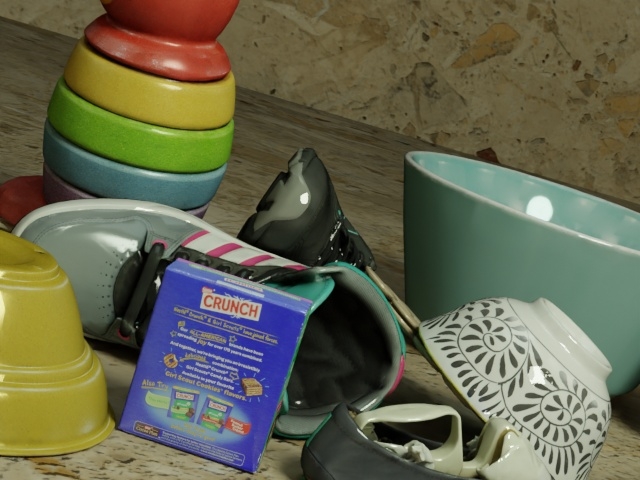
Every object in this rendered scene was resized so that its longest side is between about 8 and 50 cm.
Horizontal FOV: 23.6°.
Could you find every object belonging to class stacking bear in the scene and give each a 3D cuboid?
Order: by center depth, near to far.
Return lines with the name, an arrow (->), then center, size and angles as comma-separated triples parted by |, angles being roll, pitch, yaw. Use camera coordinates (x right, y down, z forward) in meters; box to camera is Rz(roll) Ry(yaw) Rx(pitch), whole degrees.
stacking bear -> -0.143, -0.121, 1.233 | 0.164, 0.289, 0.175 | 6, 24, -27

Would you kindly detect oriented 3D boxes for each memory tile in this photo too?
memory tile -> 0.087, 0.086, 1.172 | 0.148, 0.012, 0.113 | 52, 3, 32

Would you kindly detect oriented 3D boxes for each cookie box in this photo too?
cookie box -> -0.064, 0.076, 0.939 | 0.092, 0.107, 0.040 | 18, 11, 1

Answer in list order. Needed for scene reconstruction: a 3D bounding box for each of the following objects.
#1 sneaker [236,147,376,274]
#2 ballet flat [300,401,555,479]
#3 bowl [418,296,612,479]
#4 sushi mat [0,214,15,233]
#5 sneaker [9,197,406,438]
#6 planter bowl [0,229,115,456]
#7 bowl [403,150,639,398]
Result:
sneaker -> 0.000, 0.000, 1.243 | 0.106, 0.101, 0.267 | 35, -6, 6
ballet flat -> 0.088, 0.141, 0.961 | 0.203, 0.074, 0.074 | 15, 11, -18
bowl -> 0.158, 0.094, 1.111 | 0.170, 0.080, 0.170 | 42, 12, -11
sushi mat -> -0.124, 0.025, 1.345 | 0.316, 0.019, 0.151 | 19, 12, 4
sneaker -> -0.065, 0.053, 1.044 | 0.295, 0.124, 0.178 | 16, 1, -18
planter bowl -> -0.215, 0.042, 0.912 | 0.217, 0.090, 0.217 | 18, 11, -3
bowl -> 0.201, 0.043, 1.396 | 0.311, 0.163, 0.311 | 17, 10, -3
